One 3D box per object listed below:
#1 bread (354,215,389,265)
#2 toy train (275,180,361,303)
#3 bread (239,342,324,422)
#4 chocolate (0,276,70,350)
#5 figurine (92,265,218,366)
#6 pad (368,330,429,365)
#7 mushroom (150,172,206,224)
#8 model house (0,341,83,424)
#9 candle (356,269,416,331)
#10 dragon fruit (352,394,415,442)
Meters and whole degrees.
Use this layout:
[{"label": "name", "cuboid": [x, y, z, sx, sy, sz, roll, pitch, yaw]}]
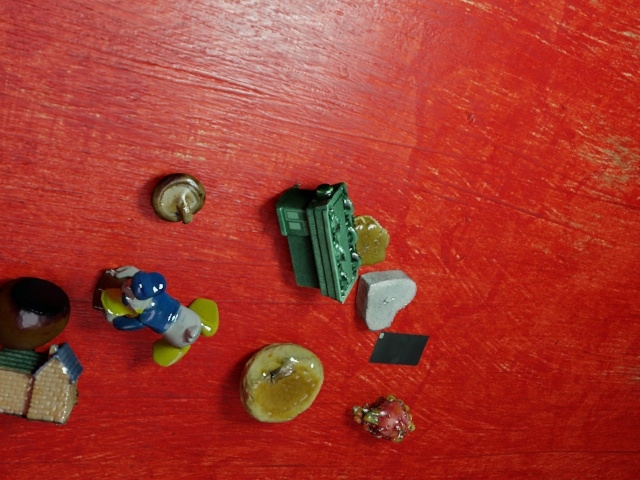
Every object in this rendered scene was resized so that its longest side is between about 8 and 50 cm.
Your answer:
[{"label": "bread", "cuboid": [0.121, 0.001, 1.744, 0.127, 0.069, 0.140, -10, 119, -21]}, {"label": "toy train", "cuboid": [0.000, 0.000, 1.629, 0.139, 0.178, 0.331, -56, 146, -48]}, {"label": "bread", "cuboid": [-0.118, 0.386, 1.784, 0.244, 0.134, 0.245, -10, 114, -22]}, {"label": "chocolate", "cuboid": [-0.652, 0.166, 1.428, 0.176, 0.177, 0.177, -10, 118, -20]}, {"label": "figurine", "cuboid": [-0.395, 0.132, 1.480, 0.205, 0.283, 0.338, -59, 171, -22]}, {"label": "pad", "cuboid": [0.247, 0.339, 2.005, 0.193, 0.004, 0.116, 10, 110, -29]}, {"label": "mushroom", "cuboid": [-0.327, -0.099, 1.478, 0.127, 0.087, 0.127, -13, 122, -22]}, {"label": "model house", "cuboid": [-0.656, 0.312, 1.498, 0.182, 0.166, 0.172, 10, 95, -12]}, {"label": "candle", "cuboid": [0.175, 0.158, 1.845, 0.192, 0.068, 0.168, -46, 127, 0]}, {"label": "dragon fruit", "cuboid": [0.190, 0.554, 2.007, 0.207, 0.133, 0.150, 17, 114, -20]}]
